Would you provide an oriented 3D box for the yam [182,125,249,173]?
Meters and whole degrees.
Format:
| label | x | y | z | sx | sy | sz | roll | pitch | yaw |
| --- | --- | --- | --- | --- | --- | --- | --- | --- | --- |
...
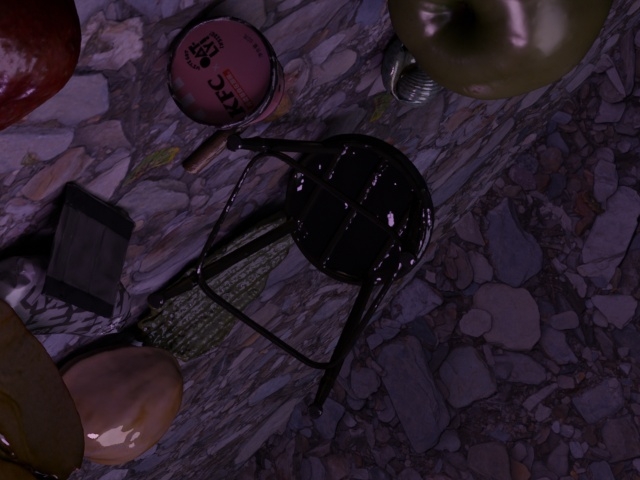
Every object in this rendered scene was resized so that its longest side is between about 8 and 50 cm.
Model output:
| label | x | y | z | sx | sy | sz | roll | pitch | yaw |
| --- | --- | --- | --- | --- | --- | --- | --- | --- | --- |
| yam | -0.163 | -0.160 | 1.891 | 0.145 | 0.032 | 0.032 | -43 | 164 | 0 |

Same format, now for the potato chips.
| label | x | y | z | sx | sy | sz | roll | pitch | yaw |
| --- | --- | --- | --- | --- | --- | --- | --- | --- | --- |
| potato chips | -0.194 | 0.090 | 2.409 | 0.429 | 0.070 | 0.358 | -40 | 161 | -10 |

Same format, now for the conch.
| label | x | y | z | sx | sy | sz | roll | pitch | yaw |
| --- | --- | --- | --- | --- | --- | --- | --- | --- | --- |
| conch | 0.160 | -0.314 | 2.112 | 0.135 | 0.102 | 0.153 | -13 | 116 | -39 |

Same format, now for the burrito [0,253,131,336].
| label | x | y | z | sx | sy | sz | roll | pitch | yaw |
| --- | --- | --- | --- | --- | --- | --- | --- | --- | --- |
| burrito | -0.408 | 0.091 | 1.856 | 0.139 | 0.101 | 0.445 | -56 | 160 | 7 |

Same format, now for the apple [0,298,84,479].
| label | x | y | z | sx | sy | sz | roll | pitch | yaw |
| --- | --- | --- | --- | --- | --- | --- | --- | --- | --- |
| apple | -0.477 | 0.274 | 1.579 | 0.329 | 0.295 | 0.365 | -44 | 130 | -9 |

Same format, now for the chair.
| label | x | y | z | sx | sy | sz | roll | pitch | yaw |
| --- | --- | --- | --- | --- | --- | --- | --- | --- | --- |
| chair | 0.000 | 0.000 | 2.072 | 0.364 | 0.362 | 0.410 | -61 | 170 | 29 |

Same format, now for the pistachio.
| label | x | y | z | sx | sy | sz | roll | pitch | yaw |
| --- | --- | --- | --- | --- | --- | --- | --- | --- | --- |
| pistachio | -0.409 | 0.313 | 2.254 | 0.309 | 0.230 | 0.230 | -32 | 162 | -42 |

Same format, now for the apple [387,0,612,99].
| label | x | y | z | sx | sy | sz | roll | pitch | yaw |
| --- | --- | --- | --- | --- | --- | --- | --- | --- | --- |
| apple | 0.280 | -0.394 | 1.757 | 0.357 | 0.357 | 0.357 | -38 | 164 | -13 |

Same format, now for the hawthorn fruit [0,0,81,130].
| label | x | y | z | sx | sy | sz | roll | pitch | yaw |
| --- | --- | --- | --- | --- | --- | --- | --- | --- | --- |
| hawthorn fruit | -0.359 | -0.183 | 1.087 | 0.266 | 0.210 | 0.230 | -33 | -179 | 21 |

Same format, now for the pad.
| label | x | y | z | sx | sy | sz | roll | pitch | yaw |
| --- | --- | --- | --- | --- | --- | --- | --- | --- | --- |
| pad | -0.351 | 0.021 | 1.771 | 0.233 | 0.022 | 0.174 | 37 | 64 | -72 |

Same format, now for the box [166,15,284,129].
| label | x | y | z | sx | sy | sz | roll | pitch | yaw |
| --- | --- | --- | --- | --- | --- | --- | --- | --- | --- |
| box | -0.120 | -0.226 | 1.616 | 0.151 | 0.151 | 0.135 | -44 | 172 | 10 |
